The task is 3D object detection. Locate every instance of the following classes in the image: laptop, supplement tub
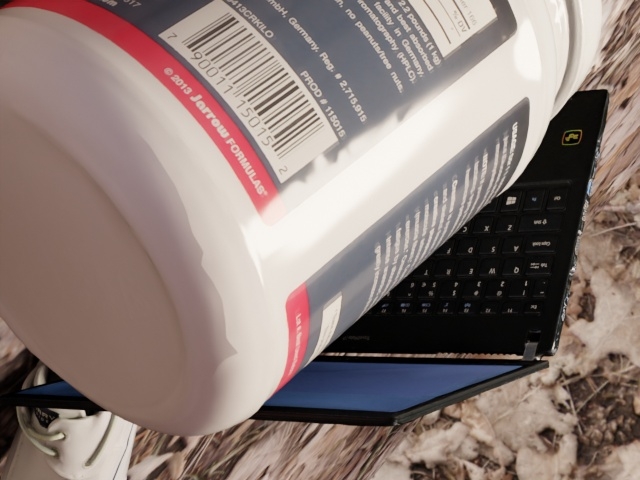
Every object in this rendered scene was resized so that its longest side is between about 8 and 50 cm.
[{"bbox_3d":[0.000,0.000,0.692,0.136,0.234,0.264,49,50,-45],"label":"laptop"},{"bbox_3d":[-0.017,-0.061,0.589,0.272,0.191,0.191,-39,160,-34],"label":"supplement tub"}]

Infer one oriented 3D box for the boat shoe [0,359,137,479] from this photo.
[{"bbox_3d":[-0.151,0.097,0.804,0.076,0.083,0.226,18,98,-62],"label":"boat shoe"}]
